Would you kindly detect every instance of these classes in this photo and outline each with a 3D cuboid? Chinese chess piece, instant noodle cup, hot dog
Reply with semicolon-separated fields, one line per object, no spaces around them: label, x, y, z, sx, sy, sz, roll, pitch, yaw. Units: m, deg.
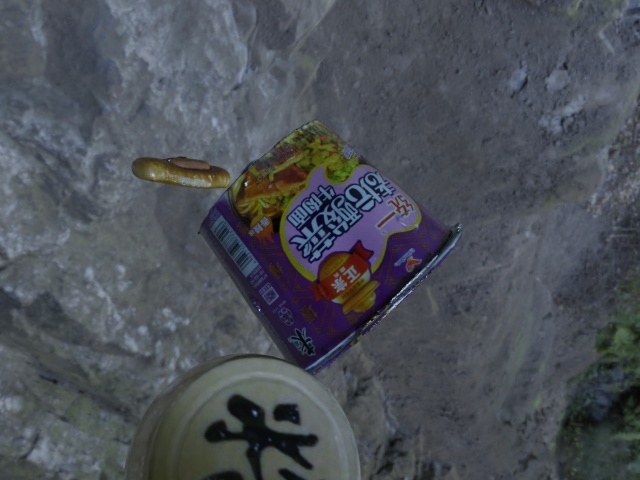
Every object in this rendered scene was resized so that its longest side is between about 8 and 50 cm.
Chinese chess piece;-0.080;0.252;0.642;0.257;0.257;0.104;29;145;-13
instant noodle cup;0.000;0.000;0.882;0.266;0.340;0.340;48;142;3
hot dog;-0.144;-0.072;0.617;0.044;0.028;0.137;20;-168;27
